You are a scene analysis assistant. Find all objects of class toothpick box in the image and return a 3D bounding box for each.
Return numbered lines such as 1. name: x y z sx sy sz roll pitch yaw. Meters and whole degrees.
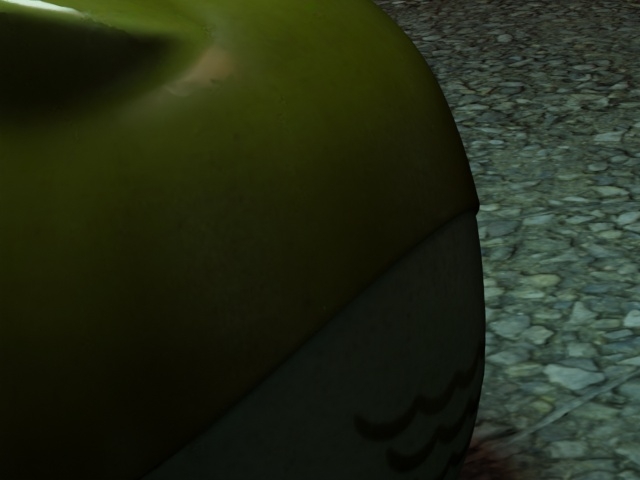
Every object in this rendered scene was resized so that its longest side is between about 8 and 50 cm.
1. toothpick box: -0.095 0.010 0.931 0.409 0.425 0.409 -5 20 2
